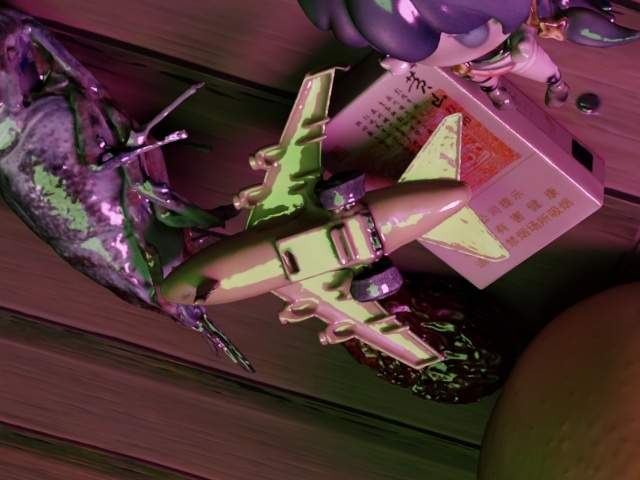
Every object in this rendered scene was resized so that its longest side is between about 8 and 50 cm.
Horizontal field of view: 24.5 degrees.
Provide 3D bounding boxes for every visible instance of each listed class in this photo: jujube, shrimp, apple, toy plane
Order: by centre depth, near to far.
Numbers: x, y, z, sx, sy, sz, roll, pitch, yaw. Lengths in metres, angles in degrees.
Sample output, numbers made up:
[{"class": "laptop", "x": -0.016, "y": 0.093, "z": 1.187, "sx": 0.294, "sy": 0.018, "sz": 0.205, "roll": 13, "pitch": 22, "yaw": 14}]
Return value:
[{"class": "toy plane", "x": 0.000, "y": 0.000, "z": 1.089, "sx": 0.256, "sy": 0.104, "sz": 0.241, "roll": -21, "pitch": 105, "yaw": 2}, {"class": "shrimp", "x": -0.151, "y": -0.045, "z": 1.151, "sx": 0.372, "sy": 0.137, "sz": 0.172, "roll": 40, "pitch": 144, "yaw": -21}, {"class": "apple", "x": 0.295, "y": 0.217, "z": 1.177, "sx": 0.357, "sy": 0.357, "sz": 0.357, "roll": 6, "pitch": 132, "yaw": 7}, {"class": "jujube", "x": 0.085, "y": 0.085, "z": 1.254, "sx": 0.166, "sy": 0.104, "sz": 0.104, "roll": 17, "pitch": 132, "yaw": 3}]

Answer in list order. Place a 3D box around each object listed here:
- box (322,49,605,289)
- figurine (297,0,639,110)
[{"class": "box", "x": 0.103, "y": -0.066, "z": 1.140, "sx": 0.201, "sy": 0.058, "sz": 0.141, "roll": 38, "pitch": 128, "yaw": -20}, {"class": "figurine", "x": 0.084, "y": -0.177, "z": 0.940, "sx": 0.175, "sy": 0.265, "sz": 0.197, "roll": -26, "pitch": 83, "yaw": 16}]
